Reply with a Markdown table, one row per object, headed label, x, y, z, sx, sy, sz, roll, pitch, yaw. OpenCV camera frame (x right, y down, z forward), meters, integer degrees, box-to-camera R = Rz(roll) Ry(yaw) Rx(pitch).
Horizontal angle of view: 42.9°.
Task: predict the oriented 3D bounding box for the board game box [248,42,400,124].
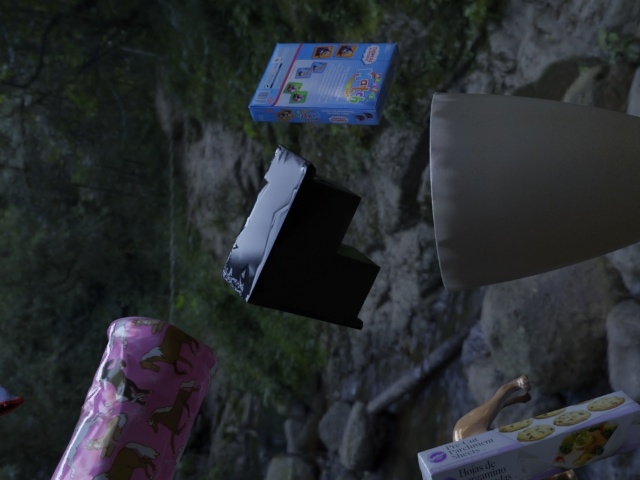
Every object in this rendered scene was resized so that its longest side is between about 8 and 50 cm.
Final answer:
| label | x | y | z | sx | sy | sz | roll | pitch | yaw |
| --- | --- | --- | --- | --- | --- | --- | --- | --- | --- |
| board game box | 0.008 | -0.256 | 1.316 | 0.039 | 0.212 | 0.160 | 70 | -149 | -49 |

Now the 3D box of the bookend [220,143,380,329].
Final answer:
| label | x | y | z | sx | sy | sz | roll | pitch | yaw |
| --- | --- | --- | --- | --- | --- | --- | --- | --- | --- |
| bookend | 0.000 | 0.000 | 0.876 | 0.072 | 0.156 | 0.157 | 38 | 107 | 53 |

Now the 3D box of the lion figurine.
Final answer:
| label | x | y | z | sx | sy | sz | roll | pitch | yaw |
| --- | --- | --- | --- | --- | --- | --- | --- | --- | --- |
| lion figurine | 0.300 | 0.383 | 1.435 | 0.142 | 0.240 | 0.392 | 63 | -170 | -4 |

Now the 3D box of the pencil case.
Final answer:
| label | x | y | z | sx | sy | sz | roll | pitch | yaw |
| --- | --- | --- | --- | --- | --- | --- | --- | --- | --- |
| pencil case | -0.242 | 0.279 | 0.961 | 0.167 | 0.160 | 0.386 | -8 | 52 | 35 |

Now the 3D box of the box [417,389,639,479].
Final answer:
| label | x | y | z | sx | sy | sz | roll | pitch | yaw |
| --- | --- | --- | --- | --- | --- | --- | --- | --- | --- |
| box | 0.304 | 0.297 | 1.158 | 0.067 | 0.324 | 0.063 | -124 | 19 | -74 |

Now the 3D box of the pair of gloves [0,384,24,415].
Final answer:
| label | x | y | z | sx | sy | sz | roll | pitch | yaw |
| --- | --- | --- | --- | --- | --- | --- | --- | --- | --- |
| pair of gloves | -0.341 | 0.119 | 0.626 | 0.198 | 0.159 | 0.023 | -26 | -45 | -39 |

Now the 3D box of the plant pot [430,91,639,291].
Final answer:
| label | x | y | z | sx | sy | sz | roll | pitch | yaw |
| --- | --- | --- | --- | --- | --- | --- | --- | --- | --- |
| plant pot | 0.288 | -0.069 | 1.011 | 0.256 | 0.274 | 0.256 | -3 | -90 | -75 |
